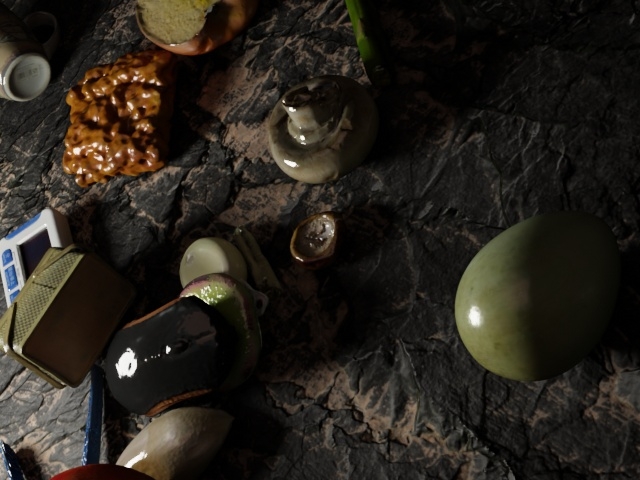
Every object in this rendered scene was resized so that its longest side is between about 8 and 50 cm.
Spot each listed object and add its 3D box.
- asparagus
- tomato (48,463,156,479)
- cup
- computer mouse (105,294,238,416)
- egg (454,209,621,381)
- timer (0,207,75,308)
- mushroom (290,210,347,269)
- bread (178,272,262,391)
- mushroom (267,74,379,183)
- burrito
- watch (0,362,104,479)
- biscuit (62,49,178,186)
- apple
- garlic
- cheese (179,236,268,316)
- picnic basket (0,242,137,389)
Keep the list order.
[{"bbox_3d":[0.098,-0.425,1.838,0.060,0.067,0.277,-45,42,38],"label":"asparagus"},{"bbox_3d":[-0.352,0.534,1.444,0.293,0.290,0.325,14,99,28],"label":"tomato"},{"bbox_3d":[-0.792,-0.492,2.336,0.257,0.227,0.301,37,57,25],"label":"cup"},{"bbox_3d":[-0.292,0.221,1.651,0.323,0.116,0.182,-29,77,34],"label":"computer mouse"},{"bbox_3d":[0.332,0.073,1.344,0.218,0.218,0.295,28,71,37],"label":"egg"},{"bbox_3d":[-0.618,0.066,1.993,0.178,0.078,0.253,-32,54,11],"label":"timer"},{"bbox_3d":[0.000,0.000,1.681,0.123,0.052,0.123,-17,51,22],"label":"mushroom"},{"bbox_3d":[-0.203,0.172,1.674,0.229,0.033,0.228,-3,86,36],"label":"bread"},{"bbox_3d":[0.001,-0.220,1.716,0.227,0.178,0.226,-8,62,16],"label":"mushroom"},{"bbox_3d":[-0.125,0.039,1.743,0.185,0.041,0.045,60,143,36],"label":"burrito"},{"bbox_3d":[-0.488,0.424,1.747,0.276,0.068,0.274,-41,48,6],"label":"watch"},{"bbox_3d":[-0.465,-0.284,2.066,0.318,0.110,0.312,-12,61,24],"label":"biscuit"},{"bbox_3d":[-0.252,-0.531,2.035,0.293,0.163,0.251,-40,57,8],"label":"apple"},{"bbox_3d":[-0.292,0.402,1.623,0.318,0.112,0.143,-49,54,13],"label":"garlic"},{"bbox_3d":[-0.180,0.080,1.723,0.227,0.064,0.137,30,101,37],"label":"cheese"},{"bbox_3d":[-0.514,0.148,1.806,0.139,0.165,0.266,7,61,46],"label":"picnic basket"}]
